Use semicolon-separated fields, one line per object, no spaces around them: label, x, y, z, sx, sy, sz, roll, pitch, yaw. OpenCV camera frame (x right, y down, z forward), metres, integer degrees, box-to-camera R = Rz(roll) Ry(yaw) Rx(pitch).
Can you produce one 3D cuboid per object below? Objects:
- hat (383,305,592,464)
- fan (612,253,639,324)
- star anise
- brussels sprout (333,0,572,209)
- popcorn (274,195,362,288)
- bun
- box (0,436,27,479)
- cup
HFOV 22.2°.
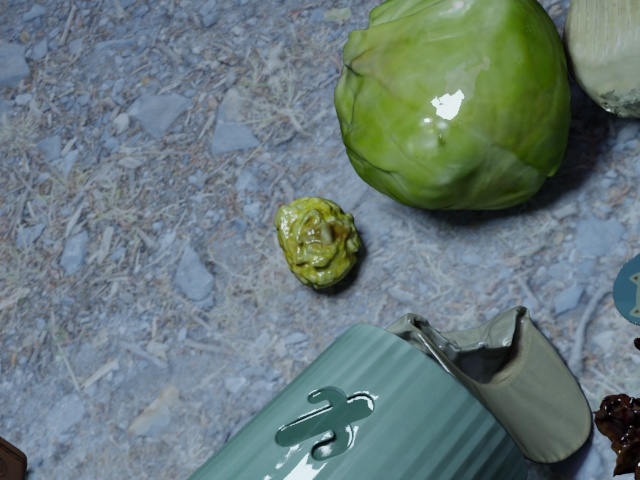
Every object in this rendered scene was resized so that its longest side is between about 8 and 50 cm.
hat;0.175;0.172;1.884;0.149;0.214;0.244;-41;60;39
fan;0.429;0.051;1.921;0.175;0.005;0.113;-8;53;25
star anise;0.393;0.204;1.753;0.220;0.126;0.190;17;70;33
brussels sprout;0.172;-0.173;2.063;0.328;0.247;0.328;-27;45;31
popcorn;0.000;0.000;2.115;0.106;0.116;0.120;-15;49;-5
bun;0.470;-0.300;2.016;0.362;0.234;0.326;-44;39;15
box;-0.565;0.375;2.057;0.339;0.239;0.229;-17;53;16
cup;0.034;0.346;1.764;0.392;0.401;0.310;-47;8;-15
